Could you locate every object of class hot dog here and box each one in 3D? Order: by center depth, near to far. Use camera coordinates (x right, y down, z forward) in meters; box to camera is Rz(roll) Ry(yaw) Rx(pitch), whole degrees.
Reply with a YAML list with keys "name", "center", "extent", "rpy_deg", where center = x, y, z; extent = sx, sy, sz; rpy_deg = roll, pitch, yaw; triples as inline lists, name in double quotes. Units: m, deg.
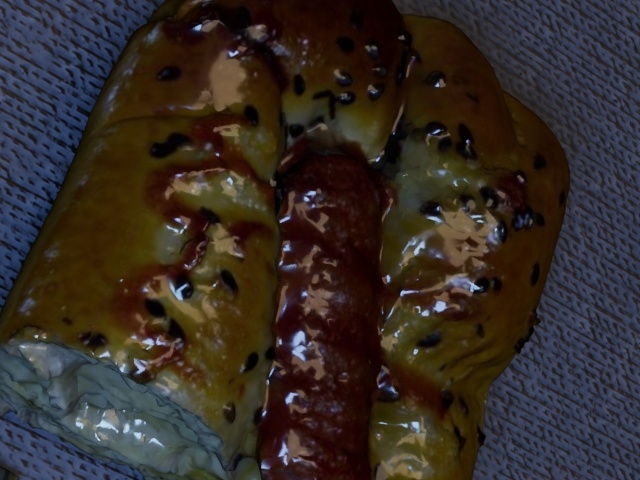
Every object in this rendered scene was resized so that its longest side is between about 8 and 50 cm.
- name: "hot dog"
  center: [0.000, 0.000, 1.244]
  extent: [0.367, 0.196, 0.365]
  rpy_deg: [31, 65, -28]

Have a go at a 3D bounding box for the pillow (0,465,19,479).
- name: "pillow"
  center: [-0.286, 0.137, 1.132]
  extent: [0.203, 0.038, 0.113]
  rpy_deg: [38, 66, -23]
